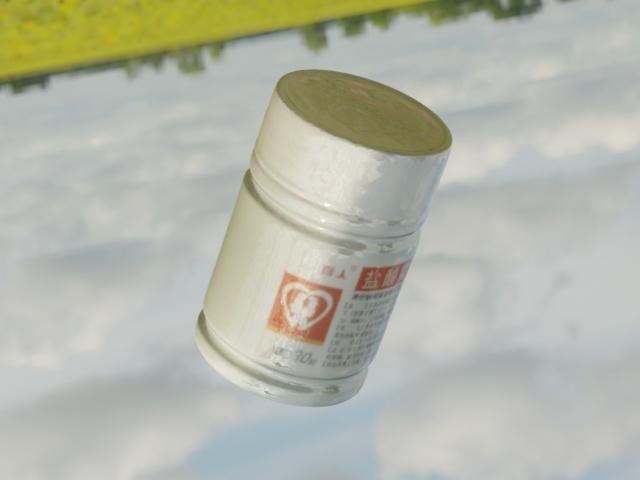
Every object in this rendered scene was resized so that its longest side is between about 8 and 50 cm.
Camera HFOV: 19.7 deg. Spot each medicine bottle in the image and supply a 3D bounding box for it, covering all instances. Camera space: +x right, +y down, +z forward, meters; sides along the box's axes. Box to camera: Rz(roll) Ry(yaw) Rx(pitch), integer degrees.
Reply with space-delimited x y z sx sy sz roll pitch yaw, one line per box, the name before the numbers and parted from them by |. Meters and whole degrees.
medicine bottle | 0.000 0.000 0.552 0.057 0.089 0.057 16 -155 -7
